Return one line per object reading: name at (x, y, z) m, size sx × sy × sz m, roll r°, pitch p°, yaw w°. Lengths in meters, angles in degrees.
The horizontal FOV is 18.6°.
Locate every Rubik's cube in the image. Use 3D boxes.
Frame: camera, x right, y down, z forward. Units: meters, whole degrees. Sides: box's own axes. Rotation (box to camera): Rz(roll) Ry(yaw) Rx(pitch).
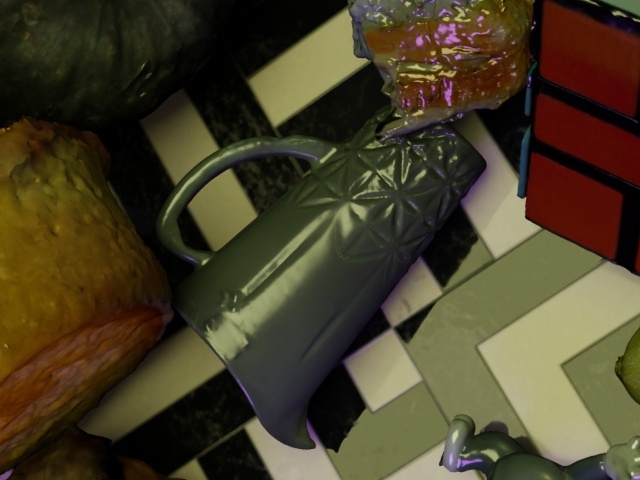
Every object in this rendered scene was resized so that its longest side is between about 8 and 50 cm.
Rubik's cube at (0.338, -0.133, 1.486) m, size 0.293 × 0.283 × 0.288 m, roll 27°, pitch 59°, yaw 19°

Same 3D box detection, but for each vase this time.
vase at (0.000, 0.000, 1.712) m, size 0.251 × 0.156 × 0.301 m, roll 43°, pitch 92°, yaw -9°

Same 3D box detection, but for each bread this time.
bread at (-0.302, 0.070, 1.631) m, size 0.398 × 0.398 × 0.215 m, roll -40°, pitch 79°, yaw 10°

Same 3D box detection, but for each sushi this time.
sushi at (0.113, -0.217, 1.667) m, size 0.184 × 0.139 × 0.274 m, roll 7°, pitch 45°, yaw 16°

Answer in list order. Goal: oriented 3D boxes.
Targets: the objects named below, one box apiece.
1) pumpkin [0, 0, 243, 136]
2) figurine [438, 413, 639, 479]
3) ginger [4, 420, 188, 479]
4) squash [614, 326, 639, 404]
pumpkin at (-0.263, -0.303, 1.710) m, size 0.344 × 0.454 × 0.454 m, roll 19°, pitch 89°, yaw 53°
figurine at (0.201, 0.253, 1.613) m, size 0.265 × 0.140 × 0.193 m, roll 21°, pitch 66°, yaw 33°
ginger at (-0.200, 0.308, 1.688) m, size 0.200 × 0.223 × 0.269 m, roll -33°, pitch 34°, yaw 22°
squash at (0.331, 0.088, 1.597) m, size 0.186 × 0.123 × 0.123 m, roll -19°, pitch 76°, yaw 16°
